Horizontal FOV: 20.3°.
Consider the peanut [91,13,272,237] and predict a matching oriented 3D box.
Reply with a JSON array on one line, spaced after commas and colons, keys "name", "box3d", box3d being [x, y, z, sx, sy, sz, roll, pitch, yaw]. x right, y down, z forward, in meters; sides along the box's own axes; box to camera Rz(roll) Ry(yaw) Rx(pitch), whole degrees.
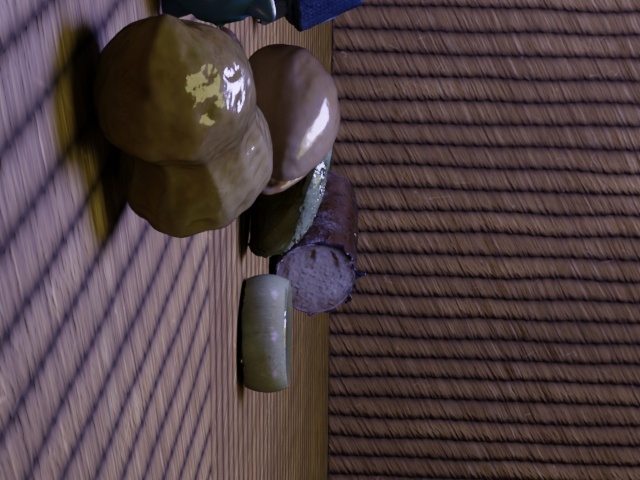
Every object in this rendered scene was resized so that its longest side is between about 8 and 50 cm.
[{"name": "peanut", "box3d": [-0.098, -0.074, 1.231, 0.274, 0.111, 0.125, 69, 38, -72]}]

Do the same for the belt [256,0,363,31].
[{"name": "belt", "box3d": [-0.028, -0.335, 2.133, 0.122, 0.128, 0.218, 60, -10, 26]}]

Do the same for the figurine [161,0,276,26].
[{"name": "figurine", "box3d": [-0.081, -0.265, 1.429, 0.144, 0.114, 0.178, -86, 167, -56]}]

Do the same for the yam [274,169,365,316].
[{"name": "yam", "box3d": [-0.002, 0.001, 2.609, 0.280, 0.131, 0.131, -85, 176, -66]}]

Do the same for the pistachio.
[{"name": "pistachio", "box3d": [-0.042, -0.139, 2.032, 0.124, 0.124, 0.185, 86, 13, -56]}]

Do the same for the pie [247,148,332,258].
[{"name": "pie", "box3d": [-0.037, -0.061, 2.144, 0.187, 0.041, 0.187, -51, -154, 37]}]

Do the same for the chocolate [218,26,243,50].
[{"name": "chocolate", "box3d": [-0.093, -0.170, 1.814, 0.101, 0.031, 0.065, -86, 180, -55]}]

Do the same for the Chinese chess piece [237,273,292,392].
[{"name": "Chinese chess piece", "box3d": [-0.066, 0.112, 2.167, 0.144, 0.058, 0.144, 1, 90, -88]}]
